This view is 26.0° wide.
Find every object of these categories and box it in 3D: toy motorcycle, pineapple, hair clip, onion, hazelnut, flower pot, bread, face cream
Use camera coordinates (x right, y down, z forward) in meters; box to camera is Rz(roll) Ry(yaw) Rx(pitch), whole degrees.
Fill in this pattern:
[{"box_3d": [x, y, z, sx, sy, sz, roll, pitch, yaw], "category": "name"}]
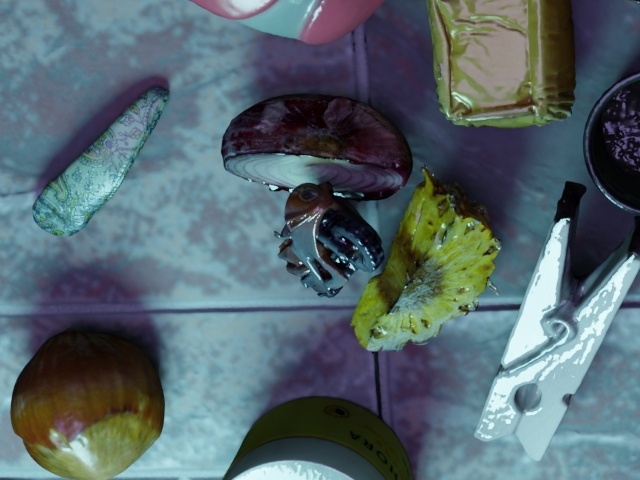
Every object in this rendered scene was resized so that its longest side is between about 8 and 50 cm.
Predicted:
[{"box_3d": [0.000, 0.000, 1.493, 0.118, 0.212, 0.084, 44, 70, -2], "category": "toy motorcycle"}, {"box_3d": [0.131, 0.026, 1.506, 0.135, 0.079, 0.233, 2, 133, -30], "category": "pineapple"}, {"box_3d": [0.254, 0.096, 1.486, 0.101, 0.085, 0.331, 19, 130, 5], "category": "hair clip"}, {"box_3d": [-0.003, -0.107, 1.504, 0.206, 0.151, 0.098, 8, 73, -2], "category": "onion"}, {"box_3d": [-0.274, 0.189, 1.599, 0.182, 0.182, 0.182, 3, 107, 9], "category": "hazelnut"}, {"box_3d": [0.349, -0.113, 1.437, 0.157, 0.107, 0.157, 3, 110, 7], "category": "flower pot"}, {"box_3d": [0.182, -0.251, 1.417, 0.152, 0.119, 0.288, -3, 105, 13], "category": "bread"}, {"box_3d": [-0.250, -0.086, 1.580, 0.066, 0.036, 0.229, 40, 109, -11], "category": "hair clip"}, {"box_3d": [-0.009, 0.309, 1.581, 0.218, 0.179, 0.218, 3, 107, 9], "category": "face cream"}]

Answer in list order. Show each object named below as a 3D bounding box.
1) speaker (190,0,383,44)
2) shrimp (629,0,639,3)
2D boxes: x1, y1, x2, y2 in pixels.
[{"box_3d": [-0.046, -0.323, 1.344, 0.294, 0.294, 0.294, 3, 107, 9], "category": "speaker"}, {"box_3d": [0.382, -0.346, 1.387, 0.117, 0.066, 0.262, 39, 124, -19], "category": "shrimp"}]
